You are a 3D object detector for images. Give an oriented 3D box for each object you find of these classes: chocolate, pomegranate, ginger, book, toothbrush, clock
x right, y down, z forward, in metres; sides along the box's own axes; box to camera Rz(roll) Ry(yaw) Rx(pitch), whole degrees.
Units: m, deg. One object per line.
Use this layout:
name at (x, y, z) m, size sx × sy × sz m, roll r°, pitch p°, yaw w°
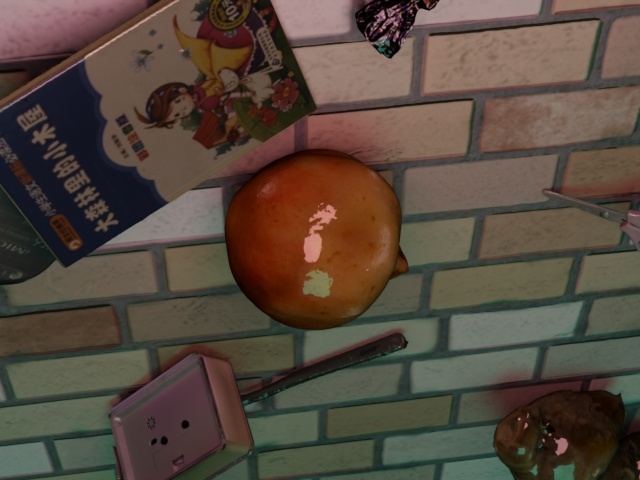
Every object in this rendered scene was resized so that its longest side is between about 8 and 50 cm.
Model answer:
chocolate at (0.102, -0.244, 1.217) m, size 0.147 × 0.070 × 0.072 m, roll -38°, pitch 161°, yaw 30°
pomegranate at (-0.006, 0.000, 1.373) m, size 0.209 × 0.209 × 0.209 m, roll -6°, pitch 140°, yaw -5°
ginger at (0.389, 0.335, 1.893) m, size 0.256 × 0.176 × 0.375 m, roll -42°, pitch 132°, yaw 9°
book at (-0.168, -0.122, 1.244) m, size 0.322 × 0.018 × 0.228 m, roll -34°, pitch 140°, yaw -6°
toothbrush at (-0.018, 0.184, 1.725) m, size 0.297 × 0.030 × 0.031 m, roll -21°, pitch 129°, yaw 13°
clock at (-0.191, 0.257, 1.682) m, size 0.192 × 0.147 × 0.071 m, roll -36°, pitch 148°, yaw 27°

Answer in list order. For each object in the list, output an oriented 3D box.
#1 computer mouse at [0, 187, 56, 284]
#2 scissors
computer mouse at (-0.327, -0.039, 1.324) m, size 0.379 × 0.090 × 0.167 m, roll -40°, pitch 141°, yaw 17°
scissors at (0.358, -0.029, 1.511) m, size 0.189 × 0.015 × 0.100 m, roll 20°, pitch 142°, yaw 3°
